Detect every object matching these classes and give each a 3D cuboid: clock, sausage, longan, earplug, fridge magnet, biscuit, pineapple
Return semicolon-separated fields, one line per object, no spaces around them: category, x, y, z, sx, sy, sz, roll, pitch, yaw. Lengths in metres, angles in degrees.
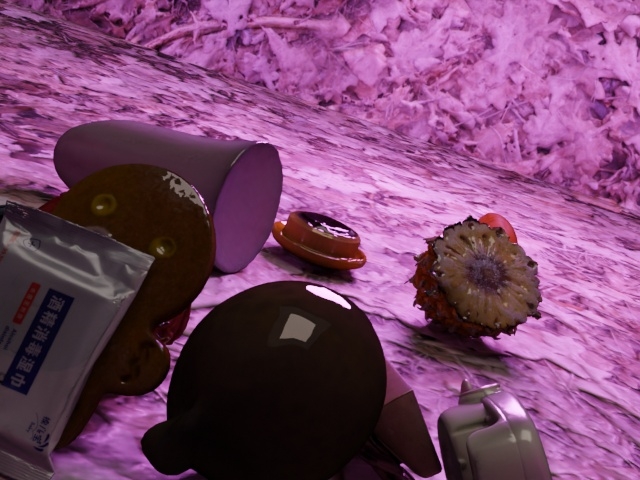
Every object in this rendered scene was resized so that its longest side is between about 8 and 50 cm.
clock;0.136;0.191;0.882;0.062;0.151;0.191;-14;11;-2
sausage;0.303;0.001;1.951;0.076;0.076;0.197;18;15;1
longan;-0.044;0.118;0.869;0.204;0.185;0.159;-26;69;-25
earplug;-0.220;-0.083;1.467;0.301;0.172;0.172;18;13;22
fridge magnet;0.000;0.000;1.593;0.143;0.063;0.143;20;13;-5
biscuit;-0.180;0.041;0.881;0.180;0.236;0.039;31;-15;15
pineapple;0.187;0.069;1.488;0.176;0.137;0.161;6;61;-20

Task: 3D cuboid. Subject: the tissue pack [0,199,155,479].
tissue pack;-0.217;0.074;0.833;0.123;0.193;0.026;20;-19;5

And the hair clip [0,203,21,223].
hair clip;-0.373;0.000;0.971;0.230;0.039;0.070;-18;23;-10

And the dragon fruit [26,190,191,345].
dragon fruit;-0.196;0.035;0.996;0.172;0.172;0.209;16;6;-10

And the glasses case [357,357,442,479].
glasses case;0.049;0.167;1.010;0.070;0.102;0.193;-22;10;-5
